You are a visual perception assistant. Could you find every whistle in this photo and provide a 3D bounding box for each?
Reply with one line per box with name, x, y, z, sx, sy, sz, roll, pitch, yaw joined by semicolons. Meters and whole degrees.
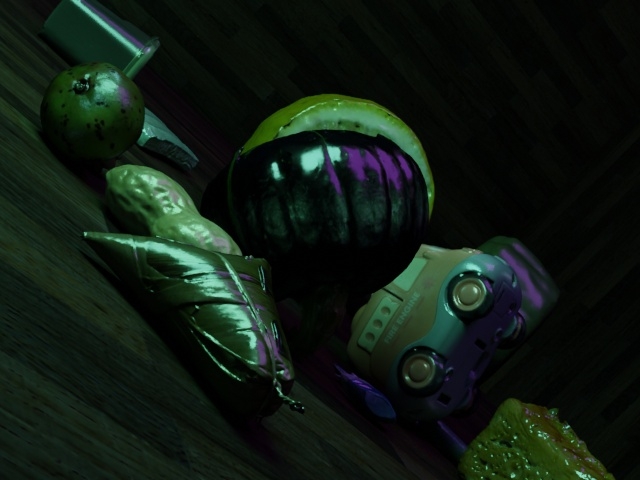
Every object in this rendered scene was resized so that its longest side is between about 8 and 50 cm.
whistle;0.231;0.350;1.522;0.186;0.039;0.039;44;4;-7

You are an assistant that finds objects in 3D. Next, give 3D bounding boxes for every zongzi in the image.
zongzi;-0.110;0.072;0.766;0.178;0.081;0.189;19;31;-28

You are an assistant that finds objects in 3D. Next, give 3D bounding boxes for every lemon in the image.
lemon;0.011;-0.084;1.662;0.364;0.364;0.364;45;4;-4

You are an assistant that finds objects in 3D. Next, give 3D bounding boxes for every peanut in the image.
peanut;-0.154;-0.012;0.968;0.187;0.082;0.082;46;4;22

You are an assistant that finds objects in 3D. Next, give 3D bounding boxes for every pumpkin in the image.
pumpkin;0.000;0.000;1.178;0.296;0.296;0.296;45;4;-4

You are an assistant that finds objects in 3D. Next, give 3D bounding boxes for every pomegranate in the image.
pomegranate;-0.247;-0.130;1.043;0.114;0.114;0.142;46;-20;21

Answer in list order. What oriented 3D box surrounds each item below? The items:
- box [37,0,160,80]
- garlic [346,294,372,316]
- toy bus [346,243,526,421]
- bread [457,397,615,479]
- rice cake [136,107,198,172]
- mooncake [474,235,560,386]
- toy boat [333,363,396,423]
box;-0.402;-0.369;1.733;0.178;0.138;0.274;39;5;-15
garlic;0.104;0.119;2.083;0.318;0.112;0.143;40;-22;34
toy bus;0.169;0.133;1.474;0.232;0.288;0.194;29;-4;37
bread;0.354;0.389;1.328;0.109;0.185;0.380;34;11;-38
rice cake;-0.293;-0.190;1.623;0.127;0.043;0.237;45;3;11
mooncake;0.285;0.156;1.804;0.194;0.356;0.356;46;4;8
toy boat;0.059;0.213;1.283;0.105;0.034;0.149;42;-9;-2
